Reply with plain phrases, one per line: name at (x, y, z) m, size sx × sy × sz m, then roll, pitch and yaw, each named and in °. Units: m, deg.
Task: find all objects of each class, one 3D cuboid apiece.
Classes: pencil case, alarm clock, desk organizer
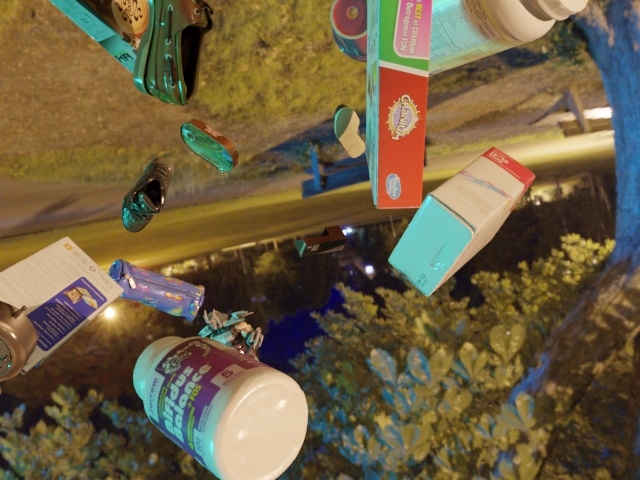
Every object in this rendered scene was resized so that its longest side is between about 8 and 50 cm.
pencil case at (-0.506, 0.153, 1.849) m, size 0.306 × 0.119 × 0.133 m, roll 22°, pitch 160°, yaw -28°
alarm clock at (-0.512, 0.173, 0.925) m, size 0.129 × 0.192 × 0.064 m, roll 11°, pitch -149°, yaw -8°
desk organizer at (0.000, 0.000, 1.549) m, size 0.130 × 0.050 × 0.047 m, roll -9°, pitch 143°, yaw -32°

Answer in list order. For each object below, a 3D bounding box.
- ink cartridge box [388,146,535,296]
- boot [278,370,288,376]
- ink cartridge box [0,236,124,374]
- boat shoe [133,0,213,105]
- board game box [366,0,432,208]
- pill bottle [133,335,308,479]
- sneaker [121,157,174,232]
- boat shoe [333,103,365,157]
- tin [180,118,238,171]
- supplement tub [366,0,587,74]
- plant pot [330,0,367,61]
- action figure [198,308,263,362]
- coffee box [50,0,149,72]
ink cartridge box at (0.317, -0.048, 1.338) m, size 0.306 × 0.131 × 0.226 m, roll -31°, pitch 156°, yaw -42°
boot at (-0.200, 0.399, 1.678) m, size 0.197 × 0.077 × 0.137 m, roll 4°, pitch 145°, yaw -34°
ink cartridge box at (-0.542, 0.123, 1.171) m, size 0.069 × 0.176 × 0.371 m, roll -43°, pitch -173°, yaw 17°
boat shoe at (-0.227, -0.383, 1.014) m, size 0.104 × 0.307 × 0.110 m, roll 23°, pitch -155°, yaw 19°
board game box at (0.104, -0.236, 0.854) m, size 0.064 × 0.317 × 0.242 m, roll -1°, pitch -154°, yaw 1°
pill bottle at (-0.173, 0.248, 0.944) m, size 0.169 × 0.169 × 0.301 m, roll -12°, pitch -165°, yaw -40°
sneaker at (-0.439, -0.088, 1.477) m, size 0.227 × 0.087 × 0.130 m, roll -48°, pitch -159°, yaw 29°
boat shoe at (0.046, -0.202, 1.086) m, size 0.048 × 0.042 × 0.133 m, roll -30°, pitch 151°, yaw 1°
tin at (-0.310, -0.267, 1.686) m, size 0.040 × 0.189 × 0.106 m, roll -48°, pitch 169°, yaw -39°
supplement tub at (0.269, -0.440, 1.051) m, size 0.235 × 0.236 × 0.324 m, roll -12°, pitch -177°, yaw -44°
plant pot at (0.113, -0.595, 1.632) m, size 0.201 × 0.201 × 0.180 m, roll -12°, pitch -176°, yaw 20°
action figure at (-0.174, 0.268, 1.346) m, size 0.185 × 0.285 × 0.099 m, roll -23°, pitch -165°, yaw 43°
coffee box at (-0.559, -0.625, 1.644) m, size 0.118 × 0.168 × 0.297 m, roll 3°, pitch 156°, yaw 37°
